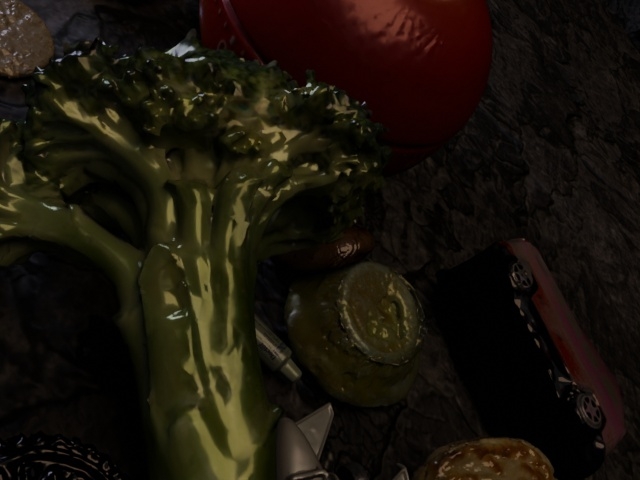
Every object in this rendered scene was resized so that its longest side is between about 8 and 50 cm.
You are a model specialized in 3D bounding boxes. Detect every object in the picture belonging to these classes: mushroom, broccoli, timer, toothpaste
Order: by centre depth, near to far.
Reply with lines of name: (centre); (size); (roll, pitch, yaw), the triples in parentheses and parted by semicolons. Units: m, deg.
broccoli: (-0.077, 0.013, 0.584); (0.397, 0.353, 0.275); (47, -4, 22)
toothpaste: (-0.092, 0.074, 0.706); (0.197, 0.029, 0.048); (44, 41, 0)
mushroom: (0.000, 0.000, 0.776); (0.123, 0.123, 0.052); (-24, 117, -46)
timer: (0.038, -0.266, 0.871); (0.377, 0.279, 0.378); (19, 53, -26)

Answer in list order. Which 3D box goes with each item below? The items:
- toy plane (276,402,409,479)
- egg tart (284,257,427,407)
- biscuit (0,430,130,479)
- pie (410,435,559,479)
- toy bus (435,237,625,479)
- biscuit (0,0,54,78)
toy plane: (-0.009, 0.267, 0.585); (0.251, 0.101, 0.255); (-2, 62, -27)
egg tart: (0.051, 0.097, 0.772); (0.197, 0.078, 0.197); (19, 53, -27)
biscuit: (-0.206, 0.229, 0.483); (0.194, 0.053, 0.195); (21, 49, -27)
pie: (0.186, 0.305, 0.731); (0.205, 0.084, 0.179); (6, 57, -35)
toy bus: (0.271, 0.148, 0.880); (0.147, 0.127, 0.303); (-7, 66, -46)
biscuit: (-0.339, -0.218, 0.715); (0.120, 0.015, 0.120); (22, 49, -28)
